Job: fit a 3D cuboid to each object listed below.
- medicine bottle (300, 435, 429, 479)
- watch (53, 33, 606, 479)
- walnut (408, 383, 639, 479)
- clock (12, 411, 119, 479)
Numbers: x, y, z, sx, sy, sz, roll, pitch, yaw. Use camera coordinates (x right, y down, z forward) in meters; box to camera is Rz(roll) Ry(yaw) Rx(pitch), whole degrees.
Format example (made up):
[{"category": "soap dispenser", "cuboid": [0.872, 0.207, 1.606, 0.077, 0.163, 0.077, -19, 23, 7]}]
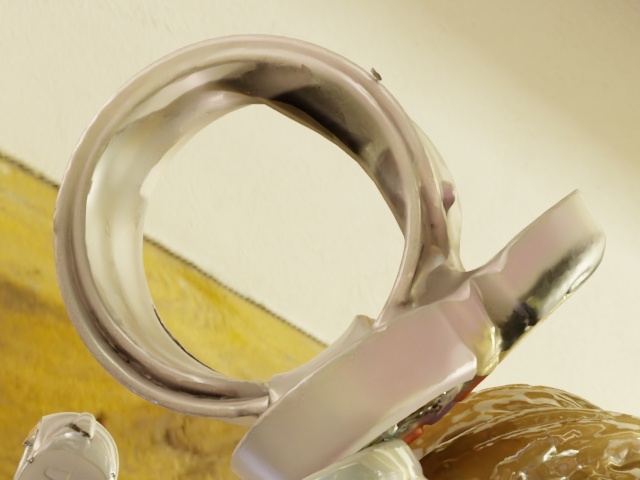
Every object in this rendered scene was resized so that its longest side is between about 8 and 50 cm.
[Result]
[{"category": "medicine bottle", "cuboid": [0.035, 0.228, 0.622, 0.152, 0.254, 0.152, -29, -14, -8]}, {"category": "watch", "cuboid": [0.000, 0.000, 0.801, 0.244, 0.231, 0.196, -40, -15, 3]}, {"category": "walnut", "cuboid": [0.110, 0.241, 0.896, 0.333, 0.333, 0.332, -6, -60, -10]}, {"category": "clock", "cuboid": [-0.228, 0.219, 1.243, 0.080, 0.117, 0.176, 23, -85, -13]}]
